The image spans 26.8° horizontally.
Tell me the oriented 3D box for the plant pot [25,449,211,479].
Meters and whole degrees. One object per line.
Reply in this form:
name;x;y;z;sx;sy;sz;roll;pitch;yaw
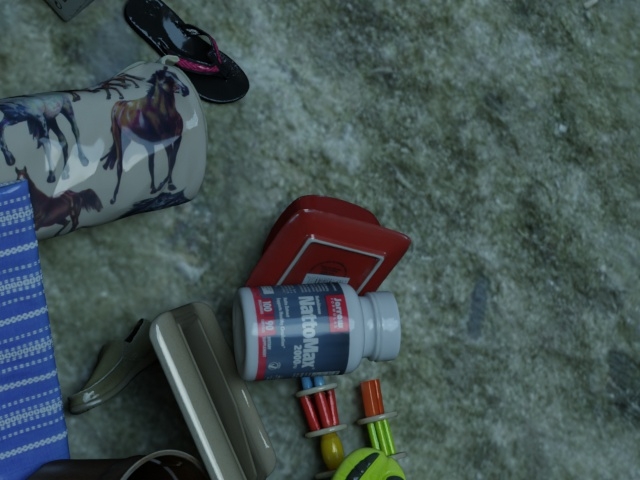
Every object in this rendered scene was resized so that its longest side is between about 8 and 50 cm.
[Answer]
plant pot;-0.215;0.292;1.363;0.167;0.165;0.167;4;84;-51

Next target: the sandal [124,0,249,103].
sandal;-0.158;-0.230;1.612;0.179;0.040;0.067;41;62;-14

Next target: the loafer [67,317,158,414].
loafer;-0.228;0.138;1.480;0.148;0.056;0.050;-40;97;-40

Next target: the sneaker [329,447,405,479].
sneaker;-0.004;0.366;1.483;0.109;0.123;0.295;37;70;10

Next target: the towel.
towel;-0.375;0.126;1.328;0.243;0.040;0.336;-18;115;-31

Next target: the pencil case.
pencil case;-0.319;-0.087;1.423;0.410;0.160;0.183;-15;97;-30

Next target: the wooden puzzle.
wooden puzzle;-0.118;0.177;1.453;0.044;0.238;0.221;-24;89;6

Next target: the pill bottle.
pill bottle;-0.005;0.102;1.536;0.180;0.108;0.108;-3;79;-12

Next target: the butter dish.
butter dish;0.000;0.000;1.597;0.160;0.160;0.118;13;41;-26

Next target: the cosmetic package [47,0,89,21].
cosmetic package;-0.326;-0.458;1.514;0.365;0.155;0.197;48;62;-11

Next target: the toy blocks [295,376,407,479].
toy blocks;0.033;0.199;1.602;0.123;0.054;0.148;-10;82;-29
